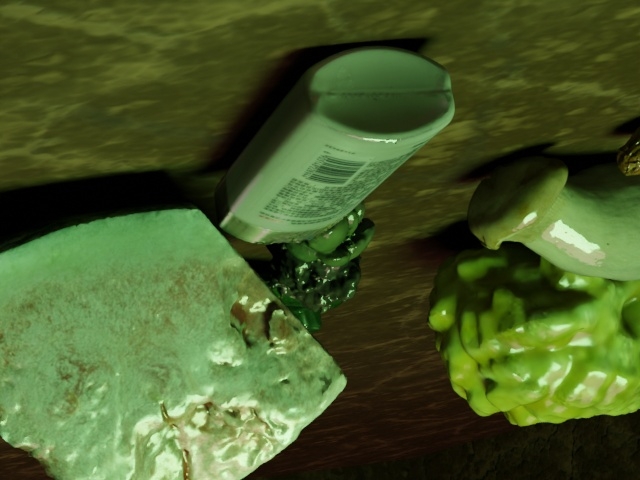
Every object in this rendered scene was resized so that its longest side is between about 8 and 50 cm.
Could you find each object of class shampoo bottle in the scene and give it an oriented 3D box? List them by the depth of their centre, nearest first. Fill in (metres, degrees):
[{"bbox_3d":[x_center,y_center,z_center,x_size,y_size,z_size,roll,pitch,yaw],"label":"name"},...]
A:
[{"bbox_3d":[0.002,-0.050,1.019,0.086,0.056,0.227,-2,166,-16],"label":"shampoo bottle"}]

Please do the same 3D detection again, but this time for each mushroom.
[{"bbox_3d":[0.200,-0.017,1.293,0.212,0.088,0.097,5,-166,-37],"label":"mushroom"}]

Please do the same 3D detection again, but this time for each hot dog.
[{"bbox_3d":[0.246,-0.068,1.212,0.083,0.035,0.058,-8,168,-10],"label":"hot dog"}]

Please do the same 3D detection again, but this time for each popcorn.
[{"bbox_3d":[0.212,0.060,1.492,0.286,0.174,0.225,-15,-171,-40],"label":"popcorn"}]

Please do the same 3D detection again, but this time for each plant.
[{"bbox_3d":[0.000,0.000,1.230,0.087,0.085,0.174,-33,167,-12],"label":"plant"}]

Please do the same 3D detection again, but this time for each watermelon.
[{"bbox_3d":[-0.122,0.077,1.168,0.193,0.232,0.310,-43,153,-3],"label":"watermelon"}]

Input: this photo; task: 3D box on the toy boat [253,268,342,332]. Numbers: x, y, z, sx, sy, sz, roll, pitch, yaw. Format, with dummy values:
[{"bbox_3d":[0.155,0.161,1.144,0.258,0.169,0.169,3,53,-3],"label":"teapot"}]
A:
[{"bbox_3d":[-0.065,0.051,1.454,0.104,0.052,0.210,-15,169,32],"label":"toy boat"}]
